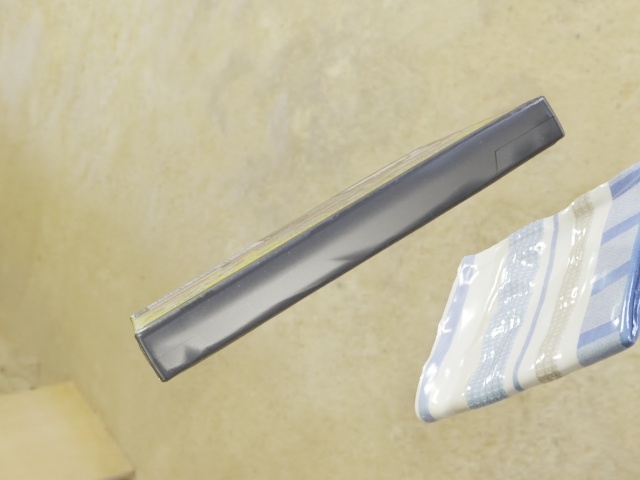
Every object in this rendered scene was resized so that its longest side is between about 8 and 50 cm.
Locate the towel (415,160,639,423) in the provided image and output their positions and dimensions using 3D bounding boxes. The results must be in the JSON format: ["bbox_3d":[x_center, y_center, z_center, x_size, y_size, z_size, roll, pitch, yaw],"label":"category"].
[{"bbox_3d":[0.198,0.052,1.032,0.285,0.034,0.209,-33,27,51],"label":"towel"}]

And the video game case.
[{"bbox_3d":[0.000,0.000,0.745,0.035,0.275,0.248,60,170,-3],"label":"video game case"}]
